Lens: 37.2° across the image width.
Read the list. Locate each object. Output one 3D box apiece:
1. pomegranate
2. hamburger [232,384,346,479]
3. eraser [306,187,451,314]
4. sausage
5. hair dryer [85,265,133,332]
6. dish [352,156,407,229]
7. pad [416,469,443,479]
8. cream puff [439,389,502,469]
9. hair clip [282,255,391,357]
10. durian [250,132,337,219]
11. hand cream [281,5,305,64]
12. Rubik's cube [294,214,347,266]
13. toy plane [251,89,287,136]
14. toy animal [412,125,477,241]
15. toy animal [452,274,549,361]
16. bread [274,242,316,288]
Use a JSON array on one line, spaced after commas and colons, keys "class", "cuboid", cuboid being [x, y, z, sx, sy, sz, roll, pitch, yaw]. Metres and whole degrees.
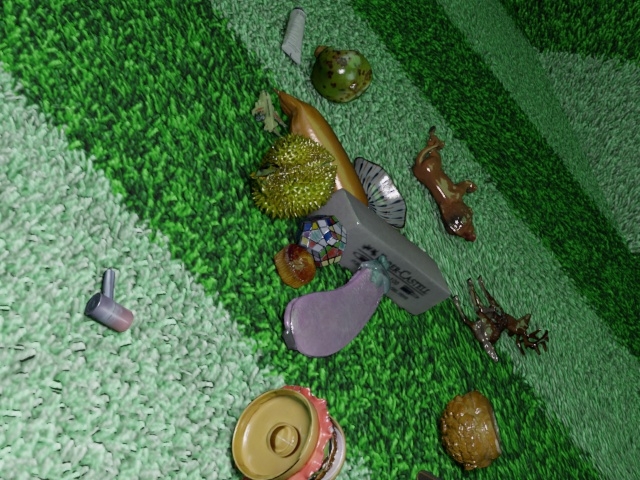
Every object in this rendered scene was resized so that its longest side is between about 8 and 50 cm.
[{"class": "pomegranate", "cuboid": [0.033, -0.401, 2.288, 0.169, 0.122, 0.143, 32, -14, 28]}, {"class": "hamburger", "cuboid": [-0.041, 0.314, 1.448, 0.137, 0.175, 0.175, 44, 29, -47]}, {"class": "eraser", "cuboid": [0.124, 0.032, 1.997, 0.352, 0.111, 0.077, 36, 37, -31]}, {"class": "sausage", "cuboid": [-0.003, -0.186, 2.013, 0.328, 0.112, 0.112, 62, 30, -2]}, {"class": "hair dryer", "cuboid": [-0.309, 0.079, 1.406, 0.063, 0.037, 0.114, 36, 28, -34]}, {"class": "dish", "cuboid": [0.112, -0.093, 2.148, 0.190, 0.066, 0.191, 34, 37, -31]}, {"class": "pad", "cuboid": [0.305, 0.619, 1.737, 0.315, 0.063, 0.375, 36, 36, -31]}, {"class": "cream puff", "cuboid": [0.296, 0.380, 1.896, 0.165, 0.115, 0.150, 22, 55, -75]}, {"class": "hair clip", "cuboid": [0.035, 0.130, 1.819, 0.095, 0.110, 0.358, 21, 28, 20]}, {"class": "durian", "cuboid": [-0.053, -0.115, 1.856, 0.159, 0.146, 0.198, 41, 51, -10]}, {"class": "hand cream", "cuboid": [-0.065, -0.505, 2.324, 0.067, 0.042, 0.194, 45, 36, -33]}, {"class": "Rubik's cube", "cuboid": [0.000, 0.000, 1.866, 0.111, 0.093, 0.111, 34, 38, -32]}, {"class": "toy plane", "cuboid": [-0.114, -0.271, 2.016, 0.102, 0.040, 0.111, 20, 44, -51]}, {"class": "toy animal", "cuboid": [0.322, -0.135, 2.470, 0.312, 0.097, 0.157, 56, 36, 3]}, {"class": "toy animal", "cuboid": [0.433, 0.208, 2.329, 0.243, 0.087, 0.260, -36, 93, -47]}, {"class": "bread", "cuboid": [-0.044, 0.045, 1.797, 0.085, 0.053, 0.085, 36, 36, -31]}]
